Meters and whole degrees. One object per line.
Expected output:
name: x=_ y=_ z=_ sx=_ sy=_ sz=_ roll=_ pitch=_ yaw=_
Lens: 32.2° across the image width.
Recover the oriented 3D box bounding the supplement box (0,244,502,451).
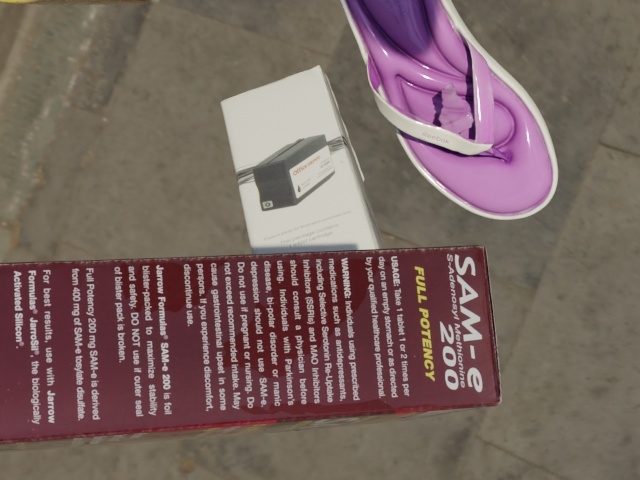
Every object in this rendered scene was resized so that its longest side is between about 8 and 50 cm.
supplement box: x=-0.057 y=0.051 z=0.489 sx=0.239 sy=0.130 sz=0.073 roll=-3 pitch=79 yaw=-14

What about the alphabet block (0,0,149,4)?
alphabet block: x=-0.235 y=-0.273 z=0.791 sx=0.193 sy=0.197 sz=0.192 roll=9 pitch=104 yaw=12

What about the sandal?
sandal: x=0.137 y=-0.191 z=1.357 sx=0.169 sy=0.102 sz=0.416 roll=-33 pitch=97 yaw=21

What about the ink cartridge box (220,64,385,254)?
ink cartridge box: x=0.000 y=0.000 z=1.212 sx=0.129 sy=0.223 sz=0.307 roll=-18 pitch=49 yaw=4
